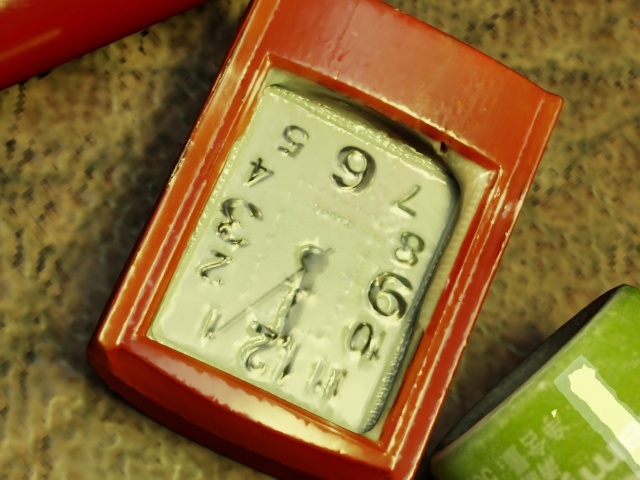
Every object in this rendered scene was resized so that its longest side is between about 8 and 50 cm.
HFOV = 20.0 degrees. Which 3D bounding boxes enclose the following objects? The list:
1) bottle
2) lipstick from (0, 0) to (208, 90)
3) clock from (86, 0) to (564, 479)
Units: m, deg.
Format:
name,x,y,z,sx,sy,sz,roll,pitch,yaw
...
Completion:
name,x,y,z,sx,sy,sz,roll,pitch,yaw
bottle,0.178,0.164,0.587,0.093,0.093,0.330,-41,87,-25
lipstick,-0.036,-0.121,0.632,0.280,0.073,0.073,-26,81,-20
clock,0.000,0.000,0.610,0.113,0.061,0.155,26,70,-7
